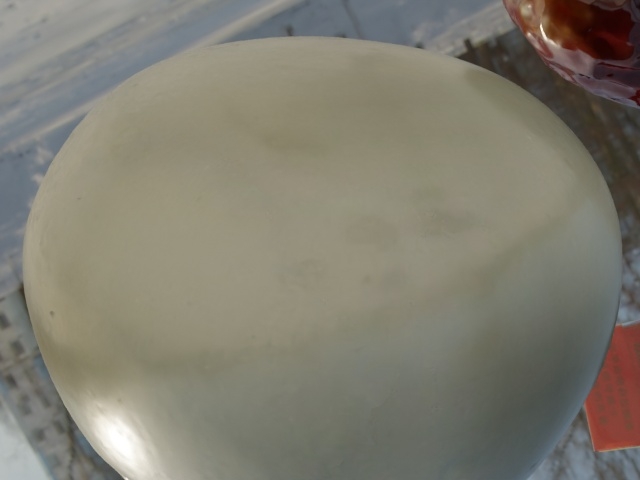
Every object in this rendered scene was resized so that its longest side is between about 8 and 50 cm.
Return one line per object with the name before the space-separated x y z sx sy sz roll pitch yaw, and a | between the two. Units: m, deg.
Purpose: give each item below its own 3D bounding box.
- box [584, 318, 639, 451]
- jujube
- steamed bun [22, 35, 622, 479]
box | 0.304 0.117 1.007 0.048 0.112 0.175 -3 169 -37
jujube | 0.241 -0.166 0.759 0.250 0.174 0.174 4 179 -18
steamed bun | 0.000 0.000 0.637 0.324 0.206 0.324 2 -153 -1
